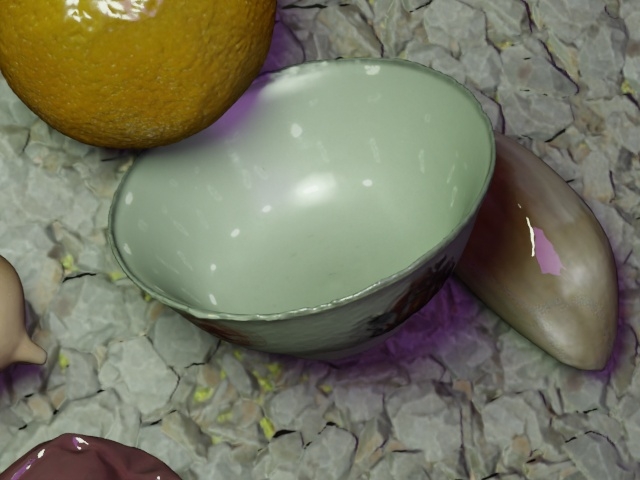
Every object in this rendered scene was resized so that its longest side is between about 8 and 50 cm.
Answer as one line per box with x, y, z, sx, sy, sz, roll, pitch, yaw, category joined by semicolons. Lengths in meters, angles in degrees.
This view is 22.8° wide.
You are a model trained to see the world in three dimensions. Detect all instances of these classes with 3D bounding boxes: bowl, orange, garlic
0.000;0.000;1.371;0.337;0.337;0.158;-37;132;-21;bowl
-0.162;-0.204;1.336;0.264;0.264;0.264;4;78;-17;orange
0.181;-0.016;1.502;0.318;0.112;0.143;43;72;6;garlic

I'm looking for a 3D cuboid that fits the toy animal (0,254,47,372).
-0.340;0.052;1.282;0.248;0.165;0.149;30;66;-17;toy animal

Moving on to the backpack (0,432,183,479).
-0.207;0.312;1.250;0.283;0.197;0.317;35;66;-7;backpack
